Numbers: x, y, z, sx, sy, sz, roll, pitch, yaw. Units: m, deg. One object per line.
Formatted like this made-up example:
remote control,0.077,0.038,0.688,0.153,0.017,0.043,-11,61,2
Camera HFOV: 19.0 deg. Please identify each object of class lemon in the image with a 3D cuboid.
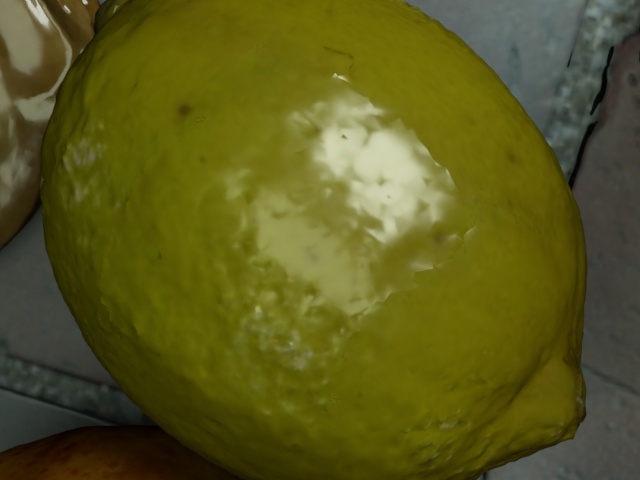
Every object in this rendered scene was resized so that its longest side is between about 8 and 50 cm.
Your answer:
lemon,-0.004,-0.003,0.881,0.236,0.236,0.263,-25,75,11

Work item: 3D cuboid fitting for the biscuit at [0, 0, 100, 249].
biscuit,-0.288,-0.127,0.992,0.312,0.057,0.351,-25,95,10

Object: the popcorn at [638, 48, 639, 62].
popcorn,0.285,-0.067,0.845,0.286,0.215,0.252,34,140,-4

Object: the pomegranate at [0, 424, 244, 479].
pomegranate,-0.102,0.210,0.936,0.248,0.248,0.248,1,99,8
